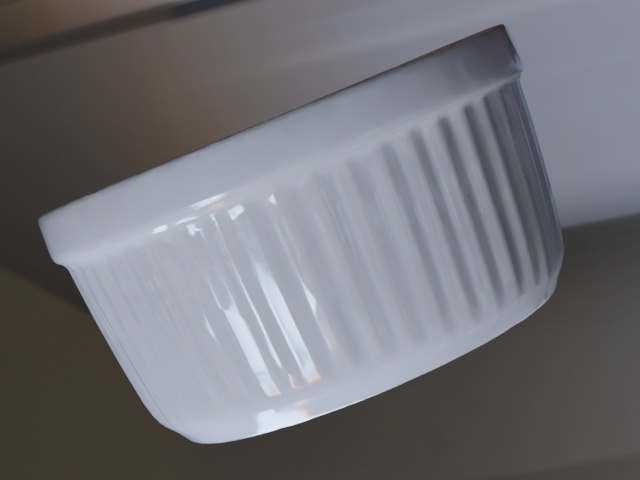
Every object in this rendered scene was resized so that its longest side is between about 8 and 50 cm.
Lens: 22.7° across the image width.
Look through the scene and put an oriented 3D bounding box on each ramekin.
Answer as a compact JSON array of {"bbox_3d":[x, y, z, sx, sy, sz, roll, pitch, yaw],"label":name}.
[{"bbox_3d":[0.000,0.000,0.652,0.109,0.207,0.207,68,-158,-5],"label":"ramekin"}]
